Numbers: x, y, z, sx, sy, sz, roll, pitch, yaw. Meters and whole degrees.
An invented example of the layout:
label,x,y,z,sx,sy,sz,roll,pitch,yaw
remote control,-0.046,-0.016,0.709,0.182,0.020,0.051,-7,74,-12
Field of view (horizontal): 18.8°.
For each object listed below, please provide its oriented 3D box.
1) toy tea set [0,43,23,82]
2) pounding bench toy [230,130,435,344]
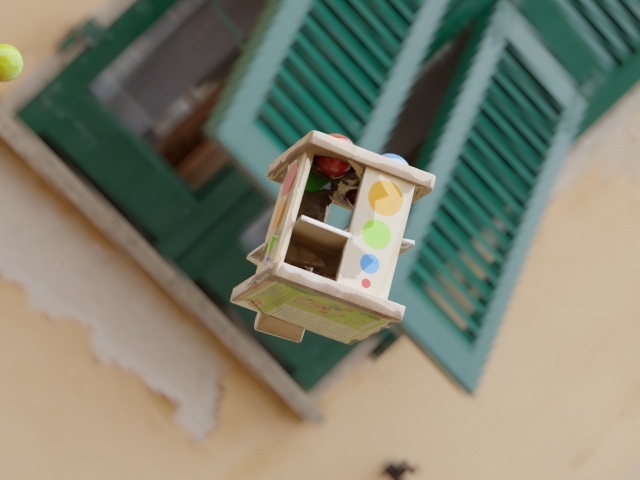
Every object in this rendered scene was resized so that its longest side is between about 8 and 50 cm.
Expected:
label,x,y,z,sx,sy,sz,roll,pitch,yaw
toy tea set,-0.297,-0.048,0.874,0.336,0.200,0.124,-29,119,-57
pounding bench toy,0.000,0.000,0.738,0.052,0.065,0.083,20,-19,-15
